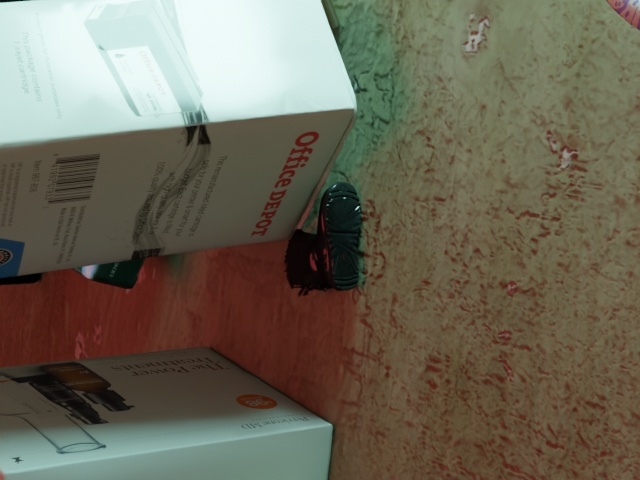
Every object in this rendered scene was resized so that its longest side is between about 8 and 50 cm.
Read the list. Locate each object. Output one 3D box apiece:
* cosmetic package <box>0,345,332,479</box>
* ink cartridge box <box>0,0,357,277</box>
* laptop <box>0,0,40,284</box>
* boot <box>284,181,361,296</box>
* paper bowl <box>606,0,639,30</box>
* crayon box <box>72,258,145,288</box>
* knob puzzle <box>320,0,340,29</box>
[{"bbox_3d":[-0.221,0.213,1.624,0.284,0.377,0.097,27,115,52],"label":"cosmetic package"},{"bbox_3d":[-0.198,-0.105,1.510,0.285,0.395,0.166,120,138,-59],"label":"ink cartridge box"},{"bbox_3d":[-0.563,-0.154,2.108,0.236,0.382,0.408,56,135,39],"label":"laptop"},{"bbox_3d":[0.000,0.000,1.580,0.099,0.045,0.121,1,94,60],"label":"boot"},{"bbox_3d":[0.308,-0.267,1.002,0.284,0.148,0.284,6,97,57],"label":"paper bowl"},{"bbox_3d":[-0.326,-0.097,1.902,0.323,0.083,0.203,28,96,36],"label":"crayon box"},{"bbox_3d":[-0.032,-0.335,1.534,0.213,0.030,0.213,62,179,2],"label":"knob puzzle"}]
